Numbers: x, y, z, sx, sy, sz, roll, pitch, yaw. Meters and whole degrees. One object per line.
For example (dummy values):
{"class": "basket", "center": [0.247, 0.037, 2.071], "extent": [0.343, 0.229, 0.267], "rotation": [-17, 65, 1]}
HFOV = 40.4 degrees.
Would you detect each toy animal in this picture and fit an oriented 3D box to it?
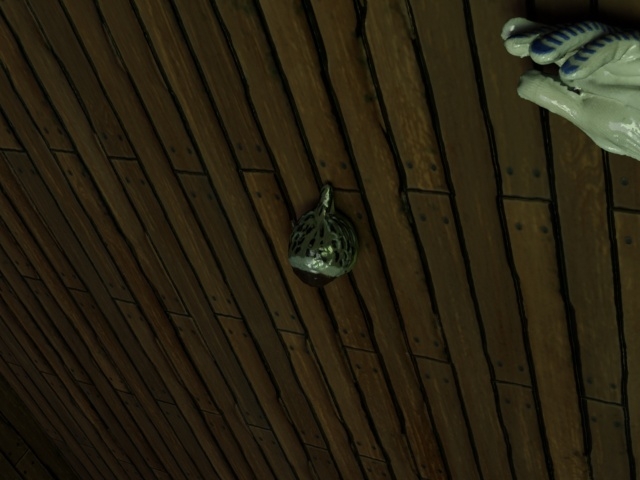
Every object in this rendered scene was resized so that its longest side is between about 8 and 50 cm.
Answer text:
{"class": "toy animal", "center": [0.000, 0.000, 1.142], "extent": [0.098, 0.098, 0.137], "rotation": [16, 139, 23]}

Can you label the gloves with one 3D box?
{"class": "gloves", "center": [0.265, -0.137, 0.789], "extent": [0.229, 0.097, 0.119], "rotation": [30, 139, -1]}
